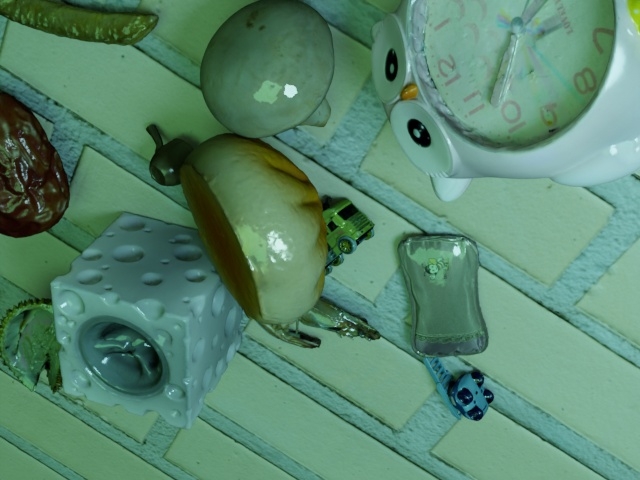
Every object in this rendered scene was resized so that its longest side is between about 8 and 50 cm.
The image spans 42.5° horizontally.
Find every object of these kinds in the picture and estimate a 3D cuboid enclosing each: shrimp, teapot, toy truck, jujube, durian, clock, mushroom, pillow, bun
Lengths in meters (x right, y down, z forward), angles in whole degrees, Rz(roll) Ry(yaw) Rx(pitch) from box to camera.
[{"bbox_3d":[-0.017,0.141,1.436,0.251,0.052,0.144,21,136,16],"label":"shrimp"},{"bbox_3d":[-0.252,-0.136,1.338,0.110,0.080,0.085,44,147,8],"label":"teapot"},{"bbox_3d":[0.000,0.000,1.322,0.100,0.077,0.169,50,128,3],"label":"toy truck"},{"bbox_3d":[-0.527,-0.124,1.383,0.174,0.174,0.250,-3,122,22],"label":"jujube"},{"bbox_3d":[-0.498,0.175,1.575,0.237,0.138,0.193,-33,102,36],"label":"durian"},{"bbox_3d":[0.244,-0.228,0.962,0.376,0.250,0.368,-27,83,48],"label":"clock"},{"bbox_3d":[-0.058,-0.226,1.152,0.204,0.204,0.204,9,123,15],"label":"mushroom"},{"bbox_3d":[0.234,0.244,1.398,0.074,0.063,0.136,-10,115,47],"label":"toy truck"},{"bbox_3d":[0.199,0.094,1.327,0.130,0.038,0.233,-3,118,16],"label":"pillow"},{"bbox_3d":[-0.077,-0.023,1.219,0.164,0.299,0.299,-26,117,-15],"label":"bun"}]

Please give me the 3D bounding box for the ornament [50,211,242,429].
[{"bbox_3d":[-0.284,0.130,1.405,0.239,0.240,0.239,14,125,12],"label":"ornament"}]

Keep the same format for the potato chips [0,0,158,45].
[{"bbox_3d":[-0.435,-0.361,1.267,0.406,0.057,0.080,19,112,9],"label":"potato chips"}]
